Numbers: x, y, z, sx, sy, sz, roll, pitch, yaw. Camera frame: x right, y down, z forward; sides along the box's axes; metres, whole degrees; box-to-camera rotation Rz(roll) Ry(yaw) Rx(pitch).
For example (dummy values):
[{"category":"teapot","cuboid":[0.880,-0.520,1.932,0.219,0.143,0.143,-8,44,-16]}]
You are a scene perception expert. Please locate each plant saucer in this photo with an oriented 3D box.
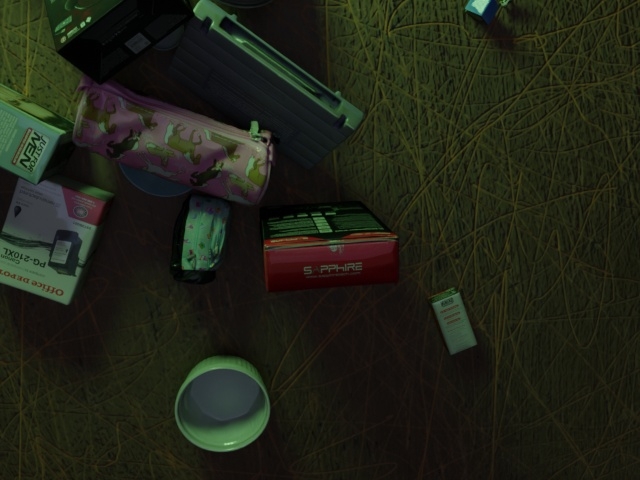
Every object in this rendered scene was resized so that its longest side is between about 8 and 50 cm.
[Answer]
[{"category":"plant saucer","cuboid":[-0.321,-0.189,1.343,0.195,0.037,0.195,-2,104,-7]}]

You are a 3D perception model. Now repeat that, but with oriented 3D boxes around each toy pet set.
[{"category":"toy pet set","cuboid":[0.340,-0.510,1.321,0.122,0.065,0.114,29,99,-12]}]

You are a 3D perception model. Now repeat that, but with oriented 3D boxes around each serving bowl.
[{"category":"serving bowl","cuboid":[-0.312,-0.420,1.289,0.083,0.027,0.083,-2,105,-6]}]

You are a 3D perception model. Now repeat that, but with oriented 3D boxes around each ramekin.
[{"category":"ramekin","cuboid":[-0.218,0.356,1.457,0.207,0.109,0.207,-2,104,-7]}]

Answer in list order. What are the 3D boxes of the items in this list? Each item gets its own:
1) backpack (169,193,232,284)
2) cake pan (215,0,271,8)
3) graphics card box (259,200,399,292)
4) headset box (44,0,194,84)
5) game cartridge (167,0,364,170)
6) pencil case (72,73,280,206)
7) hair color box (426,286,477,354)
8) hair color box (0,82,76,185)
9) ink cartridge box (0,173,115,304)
[{"category":"backpack","cuboid":[-0.248,-0.005,1.355,0.115,0.152,0.182,10,91,-14]},{"category":"cake pan","cuboid":[-0.171,-0.560,1.161,0.293,0.054,0.293,14,65,-33]},{"category":"graphics card box","cuboid":[0.000,0.000,1.256,0.233,0.371,0.094,-5,104,-6]},{"category":"headset box","cuboid":[-0.373,-0.457,1.149,0.218,0.293,0.110,-31,149,13]},{"category":"game cartridge","cuboid":[-0.113,-0.286,1.252,0.355,0.230,0.068,34,68,-13]},{"category":"pencil case","cuboid":[-0.275,-0.194,1.246,0.386,0.160,0.167,18,102,-10]},{"category":"hair color box","cuboid":[0.306,0.187,1.507,0.072,0.043,0.141,-22,107,-1]},{"category":"hair color box","cuboid":[-0.657,-0.250,1.212,0.374,0.185,0.113,29,99,-13]},{"category":"ink cartridge box","cuboid":[-0.549,-0.010,1.330,0.172,0.100,0.237,21,101,-11]}]
